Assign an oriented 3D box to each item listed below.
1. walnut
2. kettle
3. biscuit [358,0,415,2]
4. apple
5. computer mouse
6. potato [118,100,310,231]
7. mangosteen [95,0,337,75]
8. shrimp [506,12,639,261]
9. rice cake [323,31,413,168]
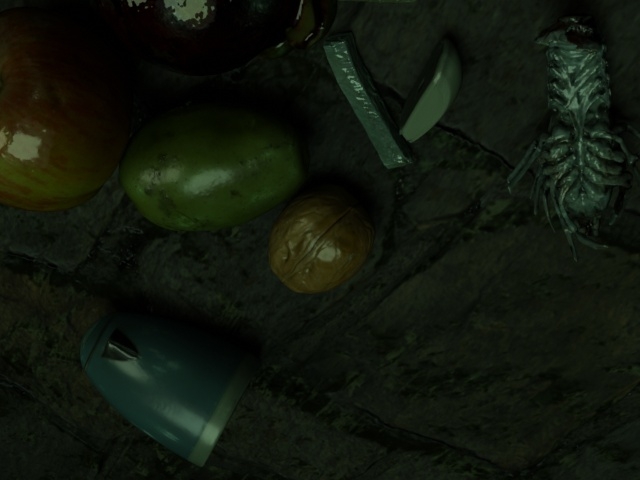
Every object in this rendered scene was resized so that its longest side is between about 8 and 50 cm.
[{"bbox_3d":[0.000,0.000,1.547,0.165,0.165,0.197,26,136,-8],"label":"walnut"},{"bbox_3d":[-0.332,0.280,1.907,0.342,0.247,0.319,28,162,1],"label":"kettle"},{"bbox_3d":[0.068,-0.405,1.203,0.121,0.040,0.199,7,136,15],"label":"biscuit"},{"bbox_3d":[-0.416,-0.188,1.421,0.302,0.301,0.301,9,136,9],"label":"apple"},{"bbox_3d":[0.163,-0.207,1.334,0.056,0.089,0.181,23,138,-6],"label":"computer mouse"},{"bbox_3d":[-0.169,-0.115,1.448,0.304,0.216,0.216,0,134,14],"label":"potato"},{"bbox_3d":[-0.139,-0.348,1.163,0.311,0.311,0.311,9,136,9],"label":"mangosteen"},{"bbox_3d":[0.371,-0.133,1.301,0.221,0.166,0.410,1,122,21],"label":"shrimp"},{"bbox_3d":[0.073,-0.206,1.398,0.045,0.042,0.245,-10,130,30],"label":"rice cake"}]
